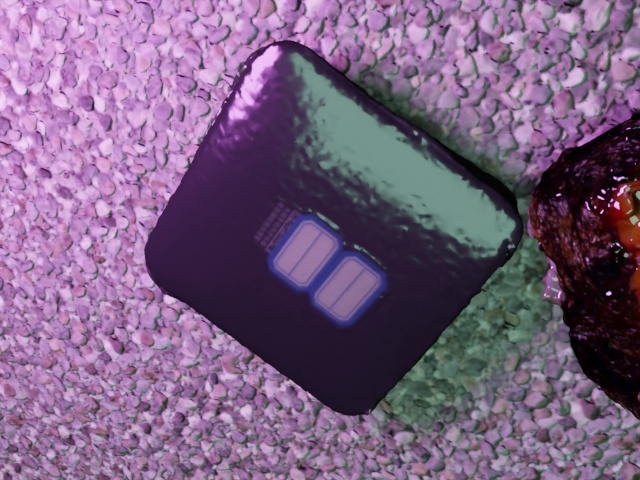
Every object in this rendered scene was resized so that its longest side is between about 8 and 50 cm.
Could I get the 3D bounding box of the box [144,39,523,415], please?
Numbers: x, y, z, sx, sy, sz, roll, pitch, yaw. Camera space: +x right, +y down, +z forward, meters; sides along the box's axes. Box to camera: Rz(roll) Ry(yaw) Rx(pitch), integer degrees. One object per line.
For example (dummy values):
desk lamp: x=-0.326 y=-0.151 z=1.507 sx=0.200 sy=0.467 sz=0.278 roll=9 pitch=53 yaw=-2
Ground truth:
box: x=0.000 y=0.000 z=0.750 sx=0.350 sy=0.091 sz=0.359 roll=35 pitch=117 yaw=1

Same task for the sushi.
sushi: x=0.323 y=0.055 z=0.609 sx=0.197 sy=0.182 sz=0.343 roll=-25 pitch=105 yaw=6
